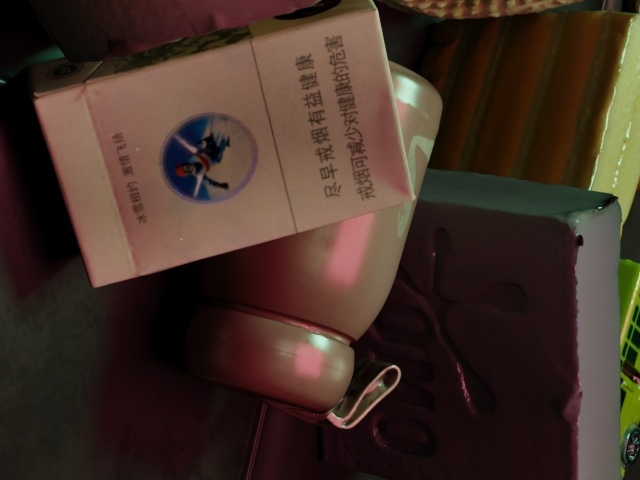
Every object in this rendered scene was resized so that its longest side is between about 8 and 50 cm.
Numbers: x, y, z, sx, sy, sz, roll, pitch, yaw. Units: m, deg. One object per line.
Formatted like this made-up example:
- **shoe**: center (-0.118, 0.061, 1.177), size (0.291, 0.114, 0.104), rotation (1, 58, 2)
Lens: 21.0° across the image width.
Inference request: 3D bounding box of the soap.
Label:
- **soap**: center (0.134, 0.085, 1.576), size (0.107, 0.285, 0.296), rotation (-29, 120, -51)

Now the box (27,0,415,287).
- **box**: center (-0.071, -0.078, 1.284), size (0.069, 0.256, 0.164), rotation (-113, -172, -61)

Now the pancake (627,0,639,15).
- **pancake**: center (0.461, -0.303, 2.195), size (0.288, 0.033, 0.286), rotation (-62, 143, -25)

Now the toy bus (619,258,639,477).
- **toy bus**: center (0.310, 0.142, 1.988), size (0.150, 0.128, 0.262), rotation (37, 68, -53)

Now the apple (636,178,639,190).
- **apple**: center (0.334, -0.149, 1.924), size (0.199, 0.199, 0.199), rotation (-18, 112, -53)

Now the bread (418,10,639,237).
- **bread**: center (0.191, -0.091, 1.665), size (0.111, 0.239, 0.246), rotation (34, 68, -48)

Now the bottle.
- **bottle**: center (0.000, 0.000, 1.443), size (0.206, 0.173, 0.297), rotation (21, 79, -32)

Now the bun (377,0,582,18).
- **bun**: center (0.183, -0.336, 1.508), size (0.364, 0.364, 0.202), rotation (8, 67, -56)

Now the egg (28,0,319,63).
- **egg**: center (-0.067, -0.322, 1.145), size (0.354, 0.354, 0.340), rotation (-32, 109, -48)
